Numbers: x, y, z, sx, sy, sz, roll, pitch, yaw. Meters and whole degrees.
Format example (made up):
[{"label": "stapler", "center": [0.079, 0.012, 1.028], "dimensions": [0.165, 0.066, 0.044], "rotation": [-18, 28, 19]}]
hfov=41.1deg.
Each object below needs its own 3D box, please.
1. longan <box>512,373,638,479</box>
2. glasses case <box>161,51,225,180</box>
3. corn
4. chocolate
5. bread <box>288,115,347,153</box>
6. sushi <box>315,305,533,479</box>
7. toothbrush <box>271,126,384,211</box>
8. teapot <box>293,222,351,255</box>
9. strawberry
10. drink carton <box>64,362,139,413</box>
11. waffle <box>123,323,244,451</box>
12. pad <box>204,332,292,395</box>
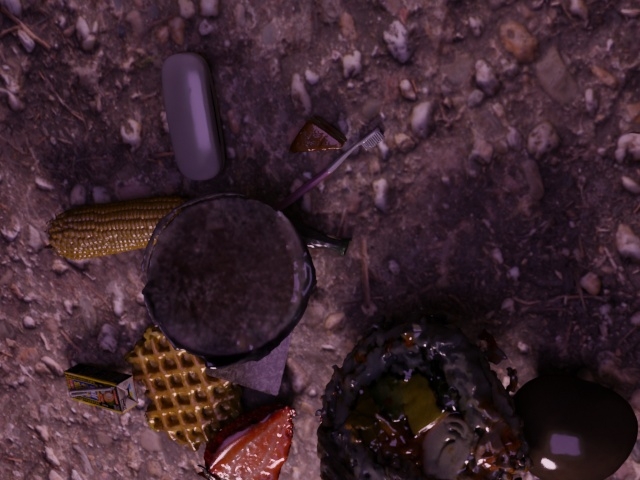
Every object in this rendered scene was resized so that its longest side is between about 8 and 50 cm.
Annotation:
[{"label": "longan", "center": [0.432, 0.331, 1.478], "dimensions": [0.220, 0.196, 0.196], "rotation": [4, 111, 7]}, {"label": "glasses case", "center": [-0.230, -0.223, 1.544], "dimensions": [0.092, 0.059, 0.233], "rotation": [-3, 110, 20]}, {"label": "corn", "center": [-0.382, -0.028, 1.644], "dimensions": [0.305, 0.106, 0.106], "rotation": [-10, 107, 15]}, {"label": "chocolate", "center": [-0.178, 0.061, 1.540], "dimensions": [0.303, 0.213, 0.303], "rotation": [-1, 93, -12]}, {"label": "bread", "center": [-0.011, -0.188, 1.499], "dimensions": [0.109, 0.043, 0.062], "rotation": [-6, 110, 20]}, {"label": "sushi", "center": [0.166, 0.310, 1.468], "dimensions": [0.418, 0.176, 0.417], "rotation": [-9, 75, 39]}, {"label": "toothbrush", "center": [0.000, -0.113, 1.537], "dimensions": [0.286, 0.020, 0.025], "rotation": [-35, 103, 25]}, {"label": "teapot", "center": [0.000, 0.000, 1.568], "dimensions": [0.111, 0.043, 0.042], "rotation": [14, 113, 9]}, {"label": "strawberry", "center": [-0.148, 0.402, 1.721], "dimensions": [0.175, 0.098, 0.228], "rotation": [16, 109, -16]}, {"label": "drink carton", "center": [-0.464, 0.310, 1.793], "dimensions": [0.166, 0.056, 0.071], "rotation": [4, 109, 34]}, {"label": "waffle", "center": [-0.288, 0.305, 1.764], "dimensions": [0.291, 0.051, 0.291], "rotation": [5, 109, 14]}, {"label": "pad", "center": [-0.132, 0.175, 1.668], "dimensions": [0.158, 0.003, 0.234], "rotation": [15, 102, 11]}]
